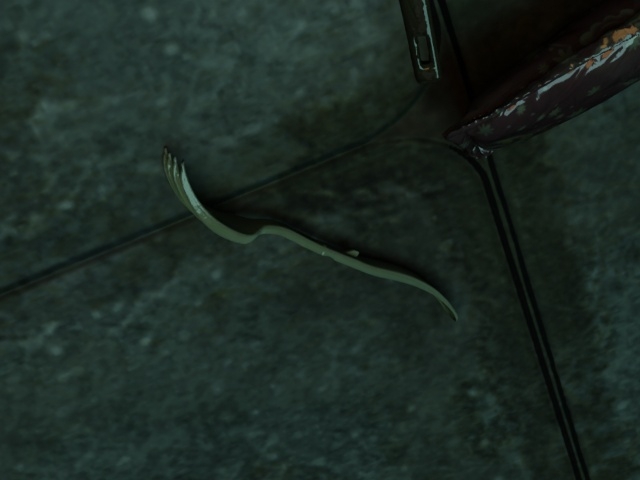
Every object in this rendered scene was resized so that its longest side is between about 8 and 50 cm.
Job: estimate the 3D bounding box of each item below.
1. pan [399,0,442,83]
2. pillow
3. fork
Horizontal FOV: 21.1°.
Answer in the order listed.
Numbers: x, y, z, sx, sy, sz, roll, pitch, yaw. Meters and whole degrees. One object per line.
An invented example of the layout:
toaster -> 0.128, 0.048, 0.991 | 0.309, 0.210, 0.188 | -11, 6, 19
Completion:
pan -> 0.014, -0.176, 0.743 | 0.128, 0.048, 0.202 | 13, 125, 0
pillow -> 0.143, -0.096, 0.861 | 0.185, 0.043, 0.118 | -29, 174, 10
fork -> -0.003, 0.006, 0.933 | 0.219, 0.034, 0.028 | 27, 91, -37
